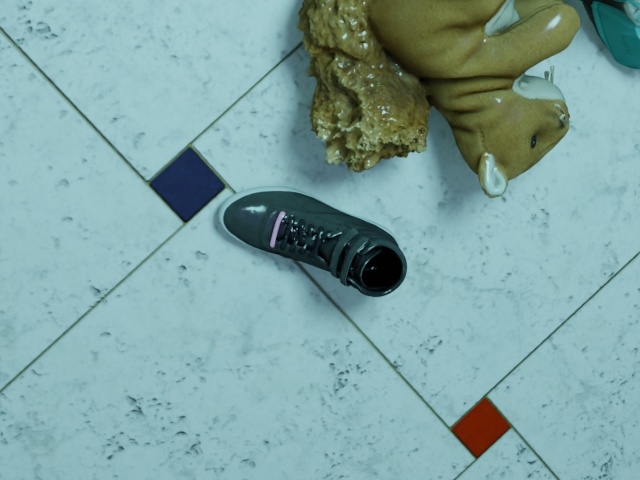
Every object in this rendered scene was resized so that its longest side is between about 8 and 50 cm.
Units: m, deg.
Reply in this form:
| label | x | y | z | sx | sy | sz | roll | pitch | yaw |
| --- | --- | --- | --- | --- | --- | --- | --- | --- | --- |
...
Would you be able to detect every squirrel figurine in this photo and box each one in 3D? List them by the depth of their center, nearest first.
| label | x | y | z | sx | sy | sz | roll | pitch | yaw |
| --- | --- | --- | --- | --- | --- | --- | --- | --- | --- |
| squirrel figurine | 0.169 | -0.240 | 1.365 | 0.397 | 0.281 | 0.370 | -19 | 120 | 4 |

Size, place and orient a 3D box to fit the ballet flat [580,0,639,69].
| label | x | y | z | sx | sy | sz | roll | pitch | yaw |
| --- | --- | --- | --- | --- | --- | --- | --- | --- | --- |
| ballet flat | 0.424 | -0.385 | 1.367 | 0.147 | 0.147 | 0.409 | -54 | 148 | 3 |

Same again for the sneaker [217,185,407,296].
| label | x | y | z | sx | sy | sz | roll | pitch | yaw |
| --- | --- | --- | --- | --- | --- | --- | --- | --- | --- |
| sneaker | 0.000 | 0.000 | 1.407 | 0.295 | 0.147 | 0.105 | 16 | 102 | -18 |
